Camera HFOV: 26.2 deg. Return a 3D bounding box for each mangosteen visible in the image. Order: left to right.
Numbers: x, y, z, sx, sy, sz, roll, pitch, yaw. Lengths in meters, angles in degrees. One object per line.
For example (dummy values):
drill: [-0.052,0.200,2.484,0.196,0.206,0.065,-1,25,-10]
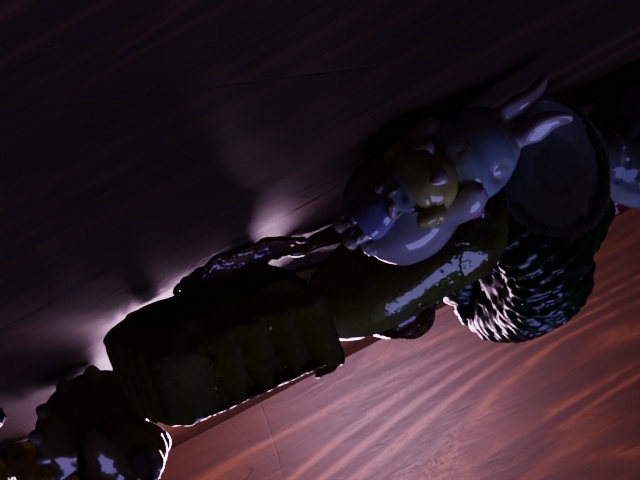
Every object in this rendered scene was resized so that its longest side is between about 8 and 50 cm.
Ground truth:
mangosteen: [0.122,0.071,1.982,0.181,0.156,0.145,18,155,-30]

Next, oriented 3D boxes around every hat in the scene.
hat: [0.345,-0.007,2.035,0.332,0.242,0.274,-36,-169,-23]

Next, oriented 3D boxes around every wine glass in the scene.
wine glass: [0.388,-0.115,1.692,0.357,0.190,0.190,-12,163,-40]

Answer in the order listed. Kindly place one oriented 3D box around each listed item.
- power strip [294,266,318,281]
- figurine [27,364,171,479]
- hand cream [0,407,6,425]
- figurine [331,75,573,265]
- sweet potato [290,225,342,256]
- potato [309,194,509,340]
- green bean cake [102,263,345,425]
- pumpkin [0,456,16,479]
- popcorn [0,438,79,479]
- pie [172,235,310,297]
power strip: [-0.020,0.061,1.972,0.076,0.028,0.169,-31,171,27]
figurine: [-0.301,0.259,1.846,0.177,0.173,0.247,-39,-175,9]
hand cream: [-0.451,0.230,1.706,0.075,0.052,0.248,-3,175,-2]
figurine: [0.132,-0.078,1.407,0.235,0.127,0.155,-39,155,32]
sweet potato: [0.000,0.000,1.717,0.115,0.026,0.026,-24,170,-17]
potato: [0.104,0.022,1.736,0.298,0.141,0.176,-29,-177,13]
green bean cake: [-0.120,0.117,1.632,0.236,0.124,0.233,-22,-168,-23]
pumpkin: [-0.523,0.380,1.934,0.219,0.162,0.219,-23,167,-6]
popcorn: [-0.450,0.427,2.162,0.235,0.217,0.181,19,174,-23]
pie: [-0.097,0.027,1.574,0.170,0.034,0.092,-24,167,7]
